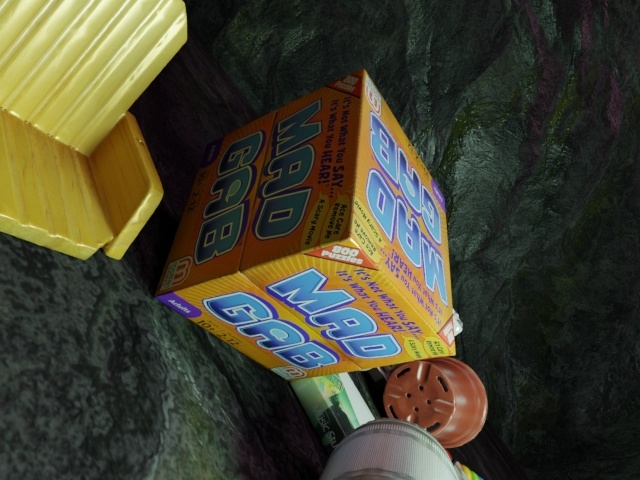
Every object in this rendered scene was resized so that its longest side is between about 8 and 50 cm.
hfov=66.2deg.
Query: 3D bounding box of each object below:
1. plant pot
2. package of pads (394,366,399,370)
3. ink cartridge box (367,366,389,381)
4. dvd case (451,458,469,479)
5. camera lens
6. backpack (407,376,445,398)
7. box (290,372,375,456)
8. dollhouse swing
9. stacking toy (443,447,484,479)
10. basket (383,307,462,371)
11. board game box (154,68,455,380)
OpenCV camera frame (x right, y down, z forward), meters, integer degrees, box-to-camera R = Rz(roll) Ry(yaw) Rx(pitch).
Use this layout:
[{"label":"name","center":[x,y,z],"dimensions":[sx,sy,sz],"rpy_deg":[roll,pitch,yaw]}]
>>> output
[{"label":"plant pot","center":[0.319,0.459,1.419],"dimensions":[0.265,0.272,0.272],"rpy_deg":[34,23,-57]},{"label":"package of pads","center":[0.282,0.468,1.879],"dimensions":[0.083,0.032,0.050],"rpy_deg":[53,7,-8]},{"label":"ink cartridge box","center":[0.115,0.306,1.551],"dimensions":[0.296,0.066,0.261],"rpy_deg":[55,11,7]},{"label":"dvd case","center":[0.355,0.633,1.183],"dimensions":[0.180,0.022,0.253],"rpy_deg":[59,11,24]},{"label":"camera lens","center":[0.095,0.399,0.706],"dimensions":[0.219,0.219,0.274],"rpy_deg":[55,10,7]},{"label":"backpack","center":[0.369,0.523,1.793],"dimensions":[0.182,0.152,0.115],"rpy_deg":[61,8,-63]},{"label":"box","center":[0.073,0.413,1.028],"dimensions":[0.322,0.058,0.232],"rpy_deg":[56,10,17]},{"label":"dollhouse swing","center":[-0.312,-0.210,0.627],"dimensions":[0.315,0.305,0.347],"rpy_deg":[60,10,30]},{"label":"stacking toy","center":[0.409,0.715,1.425],"dimensions":[0.330,0.141,0.141],"rpy_deg":[45,12,-14]},{"label":"basket","center":[0.260,0.211,1.587],"dimensions":[0.331,0.266,0.328],"rpy_deg":[56,10,13]},{"label":"board game box","center":[0.000,0.000,0.886],"dimensions":[0.356,0.356,0.356],"rpy_deg":[46,38,-40]}]
